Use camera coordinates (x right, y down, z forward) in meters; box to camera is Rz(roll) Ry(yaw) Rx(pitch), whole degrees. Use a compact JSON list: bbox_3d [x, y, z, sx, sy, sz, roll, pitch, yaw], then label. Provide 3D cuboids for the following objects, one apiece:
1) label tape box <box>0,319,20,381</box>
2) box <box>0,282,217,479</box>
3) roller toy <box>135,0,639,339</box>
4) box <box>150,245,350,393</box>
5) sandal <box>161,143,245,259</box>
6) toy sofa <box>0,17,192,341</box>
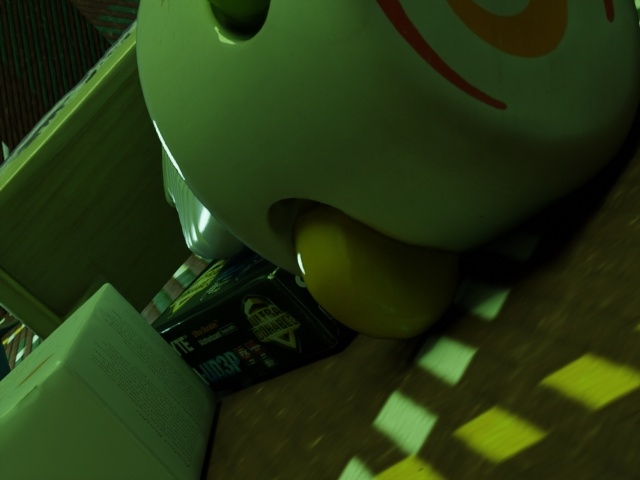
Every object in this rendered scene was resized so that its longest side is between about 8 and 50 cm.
[{"bbox_3d":[-0.350,0.173,1.268,0.240,0.106,0.333,-22,-2,-26],"label":"label tape box"},{"bbox_3d":[-0.131,0.111,0.845,0.130,0.091,0.170,-42,8,8],"label":"box"},{"bbox_3d":[0.027,-0.081,0.722,0.146,0.209,0.191,-34,2,46],"label":"roller toy"},{"bbox_3d":[0.000,0.000,0.922,0.175,0.051,0.220,-47,9,-26],"label":"box"},{"bbox_3d":[-0.038,-0.087,0.978,0.102,0.169,0.416,-3,7,-8],"label":"sandal"},{"bbox_3d":[-0.117,-0.085,1.269,0.362,0.150,0.177,-48,21,-3],"label":"toy sofa"}]
